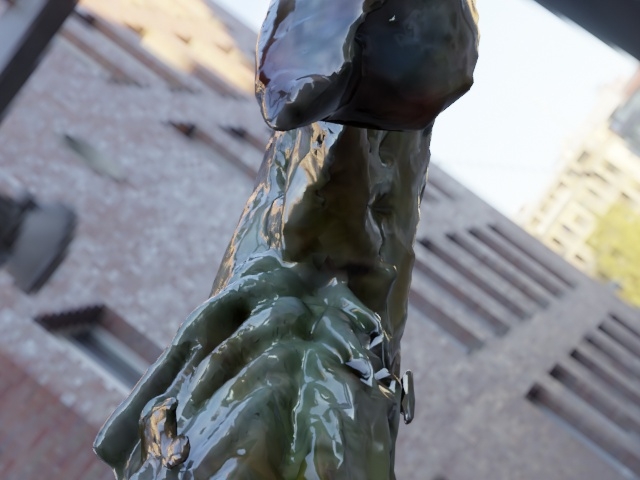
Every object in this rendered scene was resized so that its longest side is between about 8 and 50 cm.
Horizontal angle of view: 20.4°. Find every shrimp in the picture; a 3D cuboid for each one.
[{"bbox_3d":[0.000,0.000,0.434,0.360,0.085,0.247,-75,-2,-56],"label":"shrimp"}]
